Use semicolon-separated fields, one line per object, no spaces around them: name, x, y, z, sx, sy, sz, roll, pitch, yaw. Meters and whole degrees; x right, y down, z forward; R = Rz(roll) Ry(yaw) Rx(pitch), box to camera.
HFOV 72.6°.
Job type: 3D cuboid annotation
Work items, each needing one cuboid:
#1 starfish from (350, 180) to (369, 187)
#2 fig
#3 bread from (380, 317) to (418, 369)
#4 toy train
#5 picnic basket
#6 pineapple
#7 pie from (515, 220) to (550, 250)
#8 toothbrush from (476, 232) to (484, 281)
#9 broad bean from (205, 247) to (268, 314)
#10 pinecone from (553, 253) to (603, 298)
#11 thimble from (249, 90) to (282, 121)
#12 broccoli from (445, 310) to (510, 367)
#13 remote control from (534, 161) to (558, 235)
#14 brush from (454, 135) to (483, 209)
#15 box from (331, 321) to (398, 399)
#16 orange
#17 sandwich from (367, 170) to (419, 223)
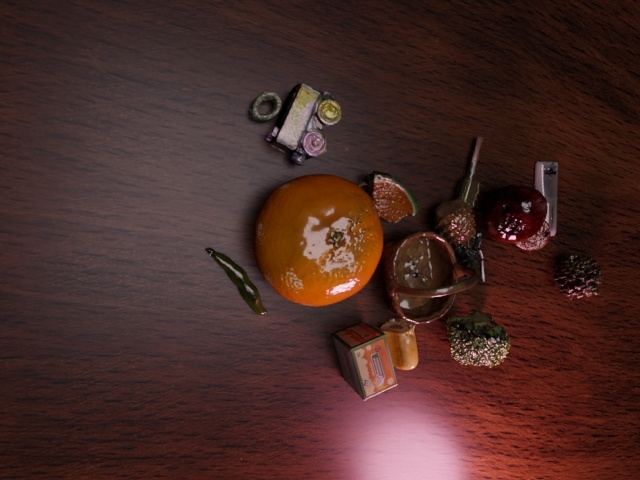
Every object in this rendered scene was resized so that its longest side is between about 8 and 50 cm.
starfish;0.134;-0.179;1.550;0.091;0.028;0.078;38;84;-21
fig;0.755;-0.112;1.681;0.263;0.224;0.223;-20;101;-18
bread;0.297;0.383;1.610;0.085;0.134;0.173;-23;109;-48
toy train;-0.048;-0.379;1.412;0.178;0.134;0.260;26;86;-19
picnic basket;0.380;0.134;1.513;0.293;0.337;0.336;-13;99;-18
pineapple;0.530;0.003;1.642;0.309;0.141;0.170;61;38;-25
pie;0.868;-0.029;1.794;0.154;0.038;0.153;1;97;5
toothbrush;0.646;0.069;1.758;0.022;0.017;0.203;-7;97;1
broad bean;-0.263;0.130;1.432;0.060;0.043;0.297;-36;104;-2
pinecone;1.082;0.159;1.840;0.185;0.179;0.204;-9;116;3
thimble;-0.178;-0.427;1.400;0.110;0.062;0.084;-36;105;-13
broccoli;0.595;0.388;1.676;0.243;0.273;0.180;15;101;21
remote control;0.952;-0.173;1.822;0.110;0.055;0.312;-2;95;-19
brush;0.583;-0.256;1.679;0.084;0.071;0.300;16;89;-16
box;0.156;0.414;1.531;0.148;0.177;0.194;-18;101;-18
orange;0.000;0.000;1.362;0.425;0.326;0.423;-2;95;-21
sandwich;0.251;-0.150;1.563;0.235;0.079;0.159;17;107;-26
